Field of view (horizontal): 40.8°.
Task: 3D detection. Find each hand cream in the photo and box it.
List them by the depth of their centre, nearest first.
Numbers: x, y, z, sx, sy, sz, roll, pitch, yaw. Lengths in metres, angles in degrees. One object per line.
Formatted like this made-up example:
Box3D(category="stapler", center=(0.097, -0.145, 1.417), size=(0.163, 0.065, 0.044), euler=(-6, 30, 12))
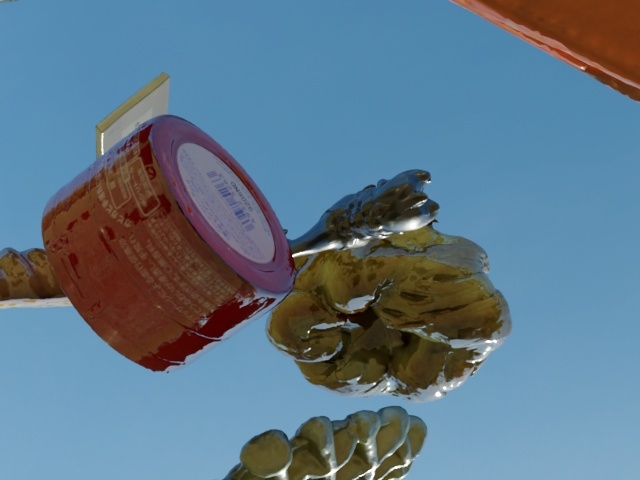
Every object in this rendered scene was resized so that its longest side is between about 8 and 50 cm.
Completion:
Box3D(category="hand cream", center=(-0.122, 0.001, 0.722), size=(0.125, 0.193, 0.193), euler=(-33, -93, 18))

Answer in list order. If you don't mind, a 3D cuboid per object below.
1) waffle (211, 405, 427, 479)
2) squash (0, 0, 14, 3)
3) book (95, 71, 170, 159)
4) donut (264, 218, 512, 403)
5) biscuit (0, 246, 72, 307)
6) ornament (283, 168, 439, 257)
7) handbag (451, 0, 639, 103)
Box3D(category="waffle", center=(-0.040, 0.254, 0.823), size=(0.292, 0.309, 0.056), euler=(-42, -120, 19))
Box3D(category="squash", center=(-0.368, -0.377, 0.939), size=(0.309, 0.210, 0.233), euler=(-16, -88, 62))
Box3D(category="book", center=(-0.268, -0.136, 1.226), size=(0.016, 0.138, 0.198), euler=(35, -32, 10))
Box3D(category="donut", center=(0.102, 0.109, 1.272), size=(0.361, 0.170, 0.360), euler=(2, -41, 2))
Box3D(category="biscuit", center=(-0.287, 0.038, 0.776), size=(0.183, 0.118, 0.061), euler=(-5, -101, -8))
Box3D(category="ornament", center=(0.000, 0.000, 0.978), size=(0.202, 0.236, 0.080), euler=(-17, -85, 54))
Box3D(category="handbag", center=(0.179, -0.266, 0.344), size=(0.304, 0.116, 0.410), euler=(33, -79, 17))
